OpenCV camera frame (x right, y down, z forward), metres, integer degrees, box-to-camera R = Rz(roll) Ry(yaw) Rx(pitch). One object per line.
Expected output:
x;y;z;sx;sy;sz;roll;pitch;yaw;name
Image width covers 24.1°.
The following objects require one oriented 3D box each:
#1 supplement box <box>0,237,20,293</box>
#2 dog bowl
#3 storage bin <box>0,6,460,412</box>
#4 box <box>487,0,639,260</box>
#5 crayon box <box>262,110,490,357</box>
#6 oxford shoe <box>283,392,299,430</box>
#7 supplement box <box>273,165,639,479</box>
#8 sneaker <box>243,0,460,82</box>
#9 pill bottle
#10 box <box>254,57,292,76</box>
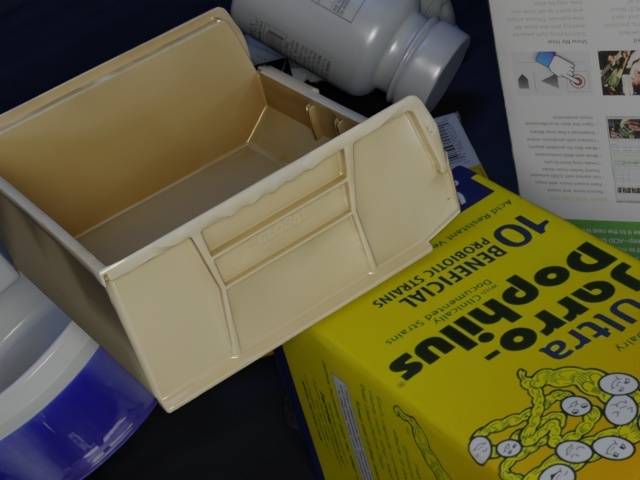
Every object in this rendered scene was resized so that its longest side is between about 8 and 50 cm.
-0.367;0.044;1.212;0.220;0.111;0.114;-39;30;0;supplement box
-0.237;0.088;1.226;0.265;0.104;0.265;-27;34;20;dog bowl
-0.081;-0.040;1.059;0.260;0.123;0.262;-31;34;-21;storage bin
0.261;-0.103;1.182;0.232;0.322;0.058;3;33;26;box
0.000;0.000;1.356;0.318;0.081;0.202;-15;33;0;crayon box
0.067;0.080;1.212;0.227;0.096;0.083;-44;32;-5;oxford shoe
0.143;0.125;1.006;0.194;0.195;0.356;-31;36;-21;supplement box
0.027;-0.252;1.683;0.262;0.121;0.099;-4;34;17;sneaker
0.033;-0.225;1.564;0.229;0.131;0.131;31;48;9;pill bottle
-0.150;-0.102;1.482;0.257;0.079;0.322;-15;12;3;box
